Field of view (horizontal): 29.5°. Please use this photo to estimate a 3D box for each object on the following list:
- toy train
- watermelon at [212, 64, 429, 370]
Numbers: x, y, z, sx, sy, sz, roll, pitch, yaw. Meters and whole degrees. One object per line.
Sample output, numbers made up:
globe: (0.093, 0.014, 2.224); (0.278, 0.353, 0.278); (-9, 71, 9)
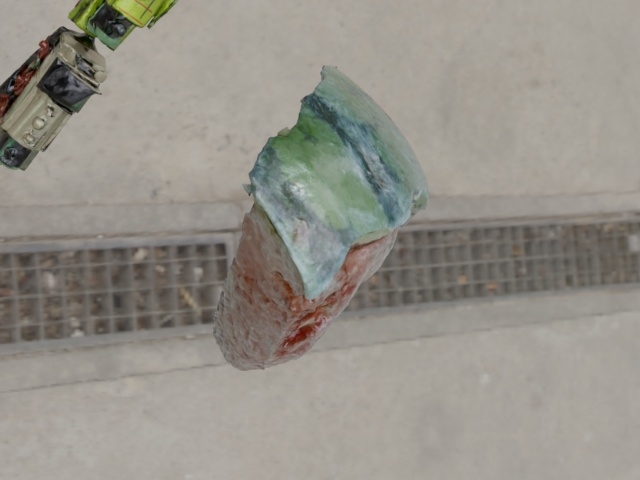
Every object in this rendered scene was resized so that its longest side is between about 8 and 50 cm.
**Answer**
toy train: (-0.155, -0.147, 0.850); (0.053, 0.085, 0.249); (36, 106, -27)
watermelon: (0.000, 0.000, 0.550); (0.071, 0.139, 0.187); (28, 22, 1)
